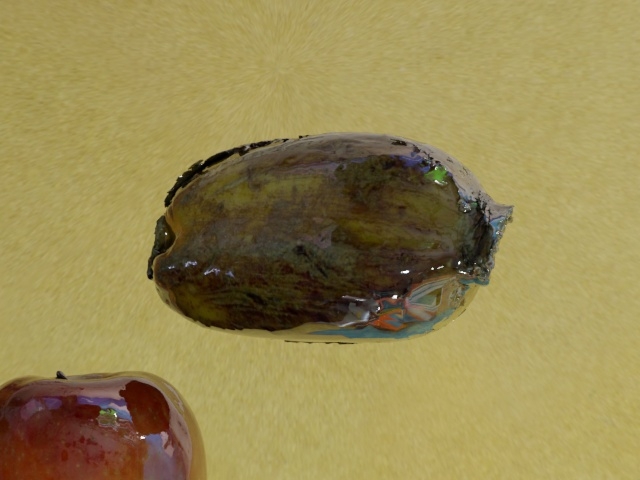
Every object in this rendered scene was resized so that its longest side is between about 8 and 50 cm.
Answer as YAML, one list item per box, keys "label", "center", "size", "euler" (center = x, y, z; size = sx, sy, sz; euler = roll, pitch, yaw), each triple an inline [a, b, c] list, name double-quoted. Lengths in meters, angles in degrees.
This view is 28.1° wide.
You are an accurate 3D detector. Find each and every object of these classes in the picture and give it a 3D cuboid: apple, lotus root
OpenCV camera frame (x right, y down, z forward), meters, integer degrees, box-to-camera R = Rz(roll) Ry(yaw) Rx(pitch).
- label: "apple"
  center: [-0.218, 0.228, 1.202]
  size: [0.230, 0.230, 0.230]
  euler: [0, 98, -2]
- label: "lotus root"
  center: [0.000, 0.000, 1.167]
  size: [0.397, 0.179, 0.195]
  euler: [1, 89, 37]
